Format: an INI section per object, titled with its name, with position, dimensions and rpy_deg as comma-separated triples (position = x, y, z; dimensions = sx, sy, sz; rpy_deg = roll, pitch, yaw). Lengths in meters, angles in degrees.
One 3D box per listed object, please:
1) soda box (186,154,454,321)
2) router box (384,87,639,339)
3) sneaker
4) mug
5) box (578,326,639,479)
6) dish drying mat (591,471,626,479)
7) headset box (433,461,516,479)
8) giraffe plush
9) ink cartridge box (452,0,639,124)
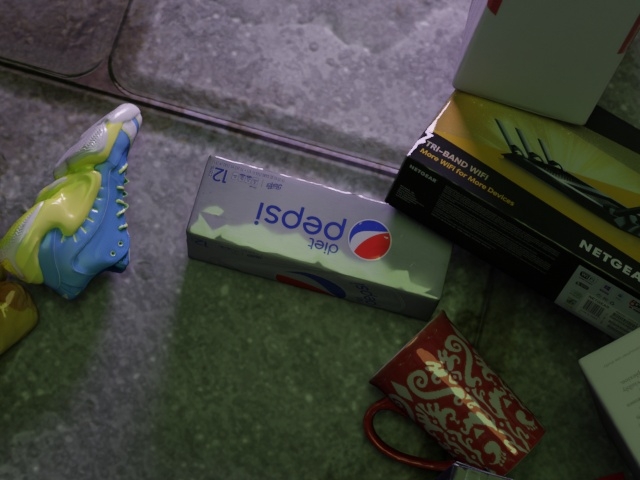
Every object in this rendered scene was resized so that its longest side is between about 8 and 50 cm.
[soda box]
position = 0.000, 0.000, 1.551
dimensions = 0.286, 0.091, 0.098
rpy_deg = 15, 71, 1
[router box]
position = 0.260, -0.056, 1.542
dimensions = 0.309, 0.081, 0.243
rpy_deg = 31, 47, 6
[sneaker]
position = -0.248, -0.035, 1.563
dimensions = 0.126, 0.091, 0.240
rpy_deg = 42, 67, -16
[mug]
position = 0.141, 0.183, 1.512
dimensions = 0.169, 0.150, 0.113
rpy_deg = 45, 39, 6
[box]
position = 0.440, 0.234, 1.388
dimensions = 0.215, 0.168, 0.345
rpy_deg = -29, 55, 3
[dish drying mat]
position = 0.295, 0.277, 1.526
dimensions = 0.083, 0.008, 0.032
rpy_deg = -15, 73, -8
[headset box]
position = 0.142, 0.364, 1.364
dimensions = 0.131, 0.246, 0.283
rpy_deg = 16, 73, 1
[giraffe plush]
position = -0.404, 0.085, 1.457
dimensions = 0.181, 0.170, 0.210
rpy_deg = 15, 72, 1
[ink cartridge box]
position = 0.282, -0.367, 1.536
dimensions = 0.160, 0.279, 0.384
rpy_deg = 16, 55, -2
